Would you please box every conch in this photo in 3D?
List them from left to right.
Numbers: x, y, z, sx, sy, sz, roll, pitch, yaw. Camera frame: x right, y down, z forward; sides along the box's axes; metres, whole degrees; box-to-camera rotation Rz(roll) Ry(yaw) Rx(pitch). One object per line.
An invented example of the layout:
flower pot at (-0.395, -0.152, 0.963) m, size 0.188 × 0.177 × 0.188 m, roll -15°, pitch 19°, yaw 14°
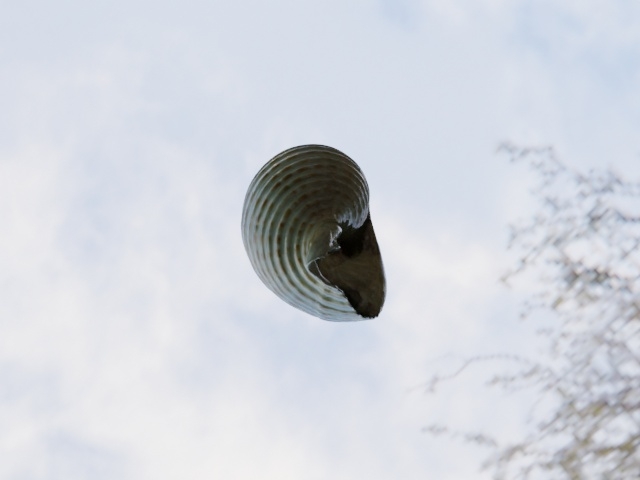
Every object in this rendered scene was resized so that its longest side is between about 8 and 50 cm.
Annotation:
conch at (-0.005, 0.001, 1.393) m, size 0.135 × 0.102 × 0.153 m, roll 47°, pitch -143°, yaw -27°
